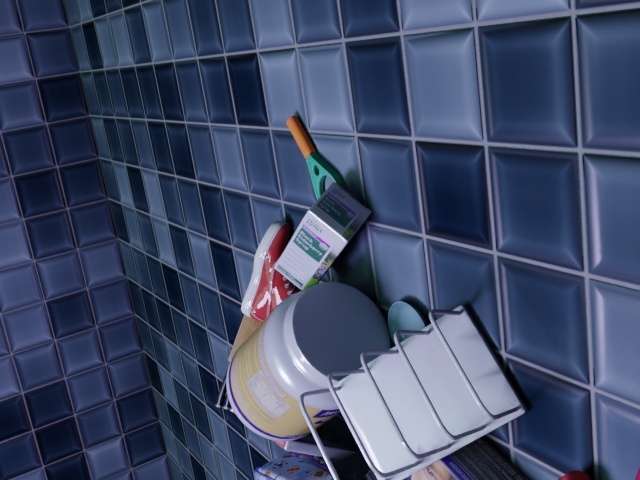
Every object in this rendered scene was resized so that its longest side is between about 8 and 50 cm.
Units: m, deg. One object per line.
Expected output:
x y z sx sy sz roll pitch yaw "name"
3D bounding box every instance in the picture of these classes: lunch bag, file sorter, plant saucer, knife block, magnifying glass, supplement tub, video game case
-0.032 0.607 1.621 0.303 0.115 0.243 -6 100 65 "lunch bag"
0.133 0.251 1.159 0.278 0.173 0.192 -36 68 21 "file sorter"
0.166 0.164 1.347 0.119 0.021 0.119 37 136 48 "plant saucer"
-0.168 0.263 1.751 0.275 0.242 0.088 58 171 25 "knife block"
-0.009 -0.148 1.482 0.231 0.026 0.092 64 151 18 "magnifying glass"
-0.029 0.244 1.491 0.241 0.241 0.331 63 144 17 "supplement tub"
-0.062 0.445 1.737 0.285 0.204 0.025 10 82 59 "video game case"

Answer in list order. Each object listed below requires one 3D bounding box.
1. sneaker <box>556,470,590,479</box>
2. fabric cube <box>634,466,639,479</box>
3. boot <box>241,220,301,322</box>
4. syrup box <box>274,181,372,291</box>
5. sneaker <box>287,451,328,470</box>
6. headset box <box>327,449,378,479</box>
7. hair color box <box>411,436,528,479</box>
0.409 0.417 0.978 0.279 0.107 0.118 39 128 42 "sneaker"
0.446 0.321 0.689 0.254 0.259 0.258 41 139 46 "fabric cube"
-0.065 0.089 1.673 0.176 0.088 0.244 22 108 21 "boot"
0.000 0.000 1.446 0.093 0.096 0.237 38 146 3 "syrup box"
-0.021 0.583 1.826 0.236 0.105 0.095 24 124 53 "sneaker"
0.104 0.612 1.610 0.218 0.110 0.293 46 142 40 "headset box"
0.245 0.500 1.307 0.185 0.110 0.338 41 137 46 "hair color box"
